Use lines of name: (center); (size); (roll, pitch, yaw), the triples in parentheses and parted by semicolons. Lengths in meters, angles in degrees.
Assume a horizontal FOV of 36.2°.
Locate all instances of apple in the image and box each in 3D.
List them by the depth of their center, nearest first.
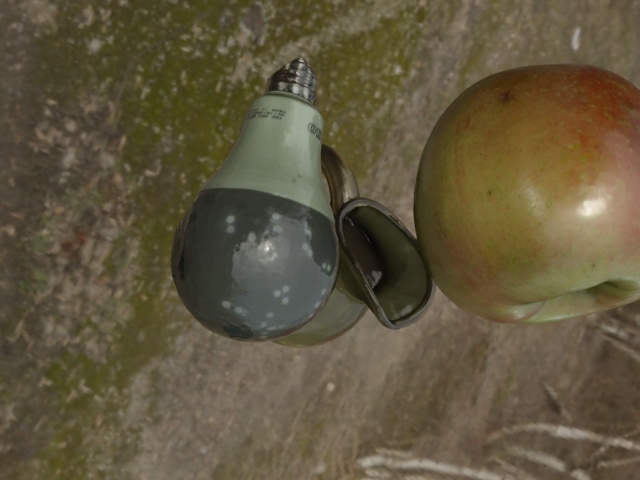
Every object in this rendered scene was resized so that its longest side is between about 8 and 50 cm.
apple: (0.257, -0.055, 1.109); (0.319, 0.319, 0.277); (40, 40, -66)

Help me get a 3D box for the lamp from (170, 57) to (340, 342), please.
lamp: (-0.056, -0.047, 1.039); (0.182, 0.182, 0.314); (8, 94, -66)

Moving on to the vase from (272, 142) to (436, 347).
vase: (0.000, 0.000, 1.570); (0.241, 0.302, 0.329); (-7, 82, -44)
